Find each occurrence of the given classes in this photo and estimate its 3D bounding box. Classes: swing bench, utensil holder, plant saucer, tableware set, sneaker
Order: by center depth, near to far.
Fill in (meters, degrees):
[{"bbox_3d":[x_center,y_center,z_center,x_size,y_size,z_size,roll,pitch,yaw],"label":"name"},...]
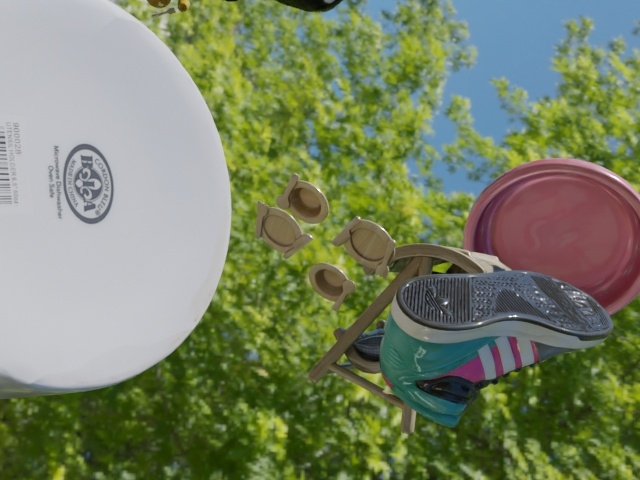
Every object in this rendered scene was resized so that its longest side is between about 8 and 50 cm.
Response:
[{"bbox_3d":[-0.313,-0.019,0.764,0.385,0.328,0.327,-9,-108,40],"label":"utensil holder"},{"bbox_3d":[0.000,0.000,1.001,0.020,0.169,0.141,-50,177,-42],"label":"tableware set"},{"bbox_3d":[0.192,0.138,1.054,0.123,0.296,0.178,-112,-145,-44],"label":"sneaker"},{"bbox_3d":[0.143,0.116,1.289,0.165,0.253,0.254,26,-84,21],"label":"swing bench"},{"bbox_3d":[-0.268,-0.471,1.550,0.024,0.104,0.154,-92,169,-58],"label":"tableware set"},{"bbox_3d":[0.425,-0.003,1.591,0.332,0.332,0.084,-56,-176,34],"label":"plant saucer"}]

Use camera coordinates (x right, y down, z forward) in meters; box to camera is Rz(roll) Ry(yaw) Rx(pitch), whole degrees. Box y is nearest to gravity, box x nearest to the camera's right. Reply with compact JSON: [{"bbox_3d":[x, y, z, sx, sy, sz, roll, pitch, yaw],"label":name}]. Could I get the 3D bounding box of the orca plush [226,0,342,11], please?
[{"bbox_3d":[-0.076,-0.293,0.889,0.151,0.287,0.102,8,-104,31],"label":"orca plush"}]
